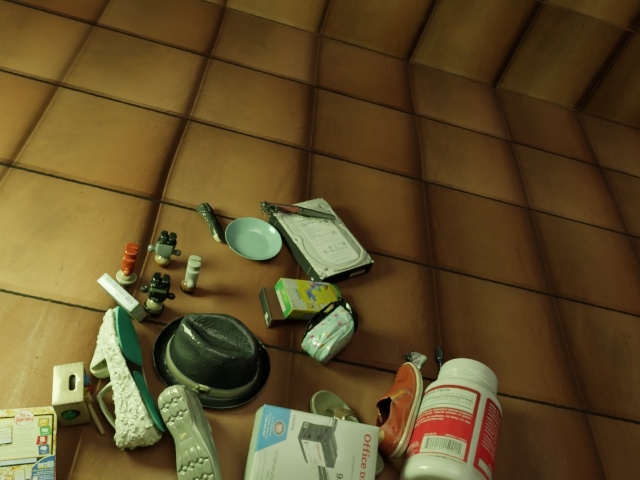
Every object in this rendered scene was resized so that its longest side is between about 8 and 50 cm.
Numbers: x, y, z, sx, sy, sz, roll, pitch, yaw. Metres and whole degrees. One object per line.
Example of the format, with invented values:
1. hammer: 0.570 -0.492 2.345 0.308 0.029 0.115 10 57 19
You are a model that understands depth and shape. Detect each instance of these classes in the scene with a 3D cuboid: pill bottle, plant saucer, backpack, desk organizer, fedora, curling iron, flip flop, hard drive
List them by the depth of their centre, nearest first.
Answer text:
1. flip flop: 0.080 0.519 1.775 0.112 0.080 0.277 -19 57 -35
2. pill bottle: 0.371 0.529 1.777 0.229 0.229 0.407 26 43 4
3. fedora: -0.288 0.296 1.793 0.334 0.152 0.334 12 44 -12
4. backpack: 0.029 0.281 1.950 0.115 0.152 0.182 36 56 27
5. desk organizer: -0.150 0.206 2.017 0.050 0.047 0.130 2 47 -24
6. plant saucer: -0.229 0.003 2.193 0.195 0.037 0.195 11 45 -11
7. curling iron: -0.081 -0.095 2.262 0.274 0.035 0.068 8 48 -13
8. hard drive: 0.000 0.000 2.274 0.237 0.064 0.339 -15 54 -34

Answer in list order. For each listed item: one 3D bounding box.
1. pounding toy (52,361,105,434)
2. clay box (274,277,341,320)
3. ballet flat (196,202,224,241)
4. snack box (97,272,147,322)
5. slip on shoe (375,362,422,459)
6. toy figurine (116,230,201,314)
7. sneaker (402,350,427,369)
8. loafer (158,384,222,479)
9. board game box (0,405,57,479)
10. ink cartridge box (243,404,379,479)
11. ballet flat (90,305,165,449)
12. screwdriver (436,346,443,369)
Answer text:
1. pounding toy: -0.595 0.395 1.599 0.100 0.130 0.141 -7 49 -12
2. clay box: -0.026 0.191 2.055 0.222 0.053 0.127 10 42 -36
3. ballet flat: -0.371 -0.057 2.199 0.057 0.049 0.173 38 18 -57
4. snack box: -0.564 0.164 1.846 0.141 0.100 0.037 38 69 17
5. slip on shoe: 0.215 0.463 1.842 0.101 0.123 0.331 31 38 -2
6. toy figurine: -0.476 0.095 1.931 0.213 0.148 0.210 38 39 19
7. sneaker: 0.286 0.381 2.033 0.069 0.038 0.098 32 34 13
8. loafer: -0.305 0.509 1.605 0.319 0.112 0.111 68 14 20
9. board game box: -0.694 0.486 1.514 0.147 0.045 0.193 2 47 -21
10. ink cartridge box: -0.023 0.555 1.618 0.308 0.129 0.223 14 64 -10
11. ballet flat: -0.521 0.350 1.669 0.147 0.147 0.408 -8 50 -29
12. screwdriver: 0.384 0.413 2.056 0.025 0.024 0.169 33 42 -33
